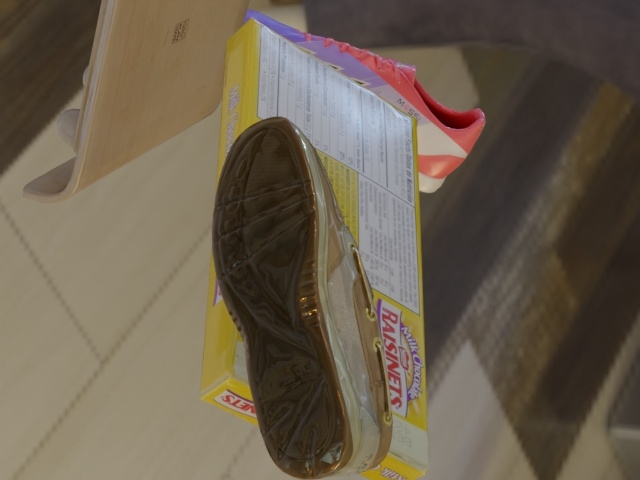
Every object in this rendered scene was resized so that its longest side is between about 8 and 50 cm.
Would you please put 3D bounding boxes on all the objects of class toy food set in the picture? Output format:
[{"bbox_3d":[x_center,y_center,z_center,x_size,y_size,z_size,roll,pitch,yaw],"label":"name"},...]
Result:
[{"bbox_3d":[-0.153,-0.195,1.301,0.220,0.092,0.306,-37,152,-52],"label":"toy food set"}]

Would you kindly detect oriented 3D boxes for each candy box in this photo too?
[{"bbox_3d":[0.000,0.000,0.678,0.105,0.027,0.205,31,41,-30],"label":"candy box"}]

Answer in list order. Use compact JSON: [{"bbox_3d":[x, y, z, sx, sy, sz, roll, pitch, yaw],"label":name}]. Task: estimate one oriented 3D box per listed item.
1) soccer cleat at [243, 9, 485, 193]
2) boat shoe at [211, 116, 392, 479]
[{"bbox_3d":[0.037,-0.177,1.712,0.318,0.116,0.108,34,27,-20],"label":"soccer cleat"},{"bbox_3d":[-0.005,0.022,0.563,0.045,0.050,0.135,17,59,-53],"label":"boat shoe"}]
